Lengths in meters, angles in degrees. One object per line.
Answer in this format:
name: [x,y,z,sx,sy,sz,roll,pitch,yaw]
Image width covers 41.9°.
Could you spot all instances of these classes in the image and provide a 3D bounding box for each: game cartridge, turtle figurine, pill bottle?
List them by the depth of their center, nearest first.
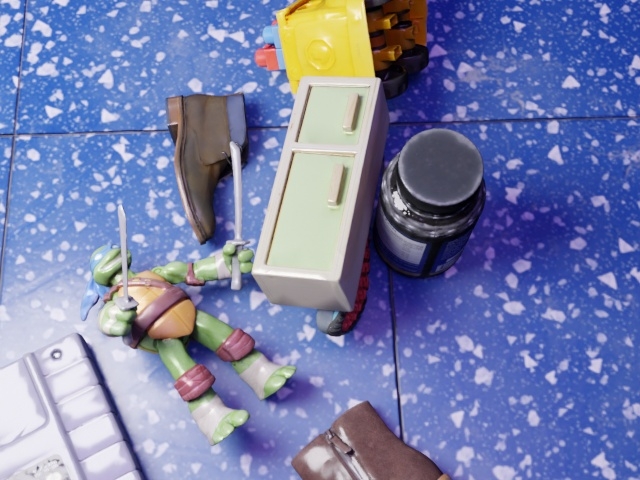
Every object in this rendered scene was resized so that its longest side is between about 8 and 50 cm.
turtle figurine: [-0.142,0.077,0.945,0.275,0.198,0.266,-41,89,16]
game cartridge: [-0.396,0.283,0.956,0.355,0.068,0.230,-26,68,-10]
pill bottle: [0.129,-0.042,0.997,0.123,0.219,0.122,0,70,-1]

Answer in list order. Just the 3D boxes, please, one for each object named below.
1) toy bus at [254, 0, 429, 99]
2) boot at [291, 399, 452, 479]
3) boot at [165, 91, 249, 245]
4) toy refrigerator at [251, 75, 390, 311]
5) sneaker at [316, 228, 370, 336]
toy bus: [0.026,-0.278,1.123,0.211,0.149,0.220,2,30,27]
boot: [0.034,0.330,0.947,0.248,0.090,0.207,-41,64,-13]
boot: [-0.136,-0.104,1.090,0.106,0.082,0.219,-12,69,-3]
toy refrigerator: [0.006,-0.061,0.976,0.102,0.094,0.269,5,63,16]
sneaker: [0.000,0.000,1.058,0.125,0.104,0.261,-2,62,10]
